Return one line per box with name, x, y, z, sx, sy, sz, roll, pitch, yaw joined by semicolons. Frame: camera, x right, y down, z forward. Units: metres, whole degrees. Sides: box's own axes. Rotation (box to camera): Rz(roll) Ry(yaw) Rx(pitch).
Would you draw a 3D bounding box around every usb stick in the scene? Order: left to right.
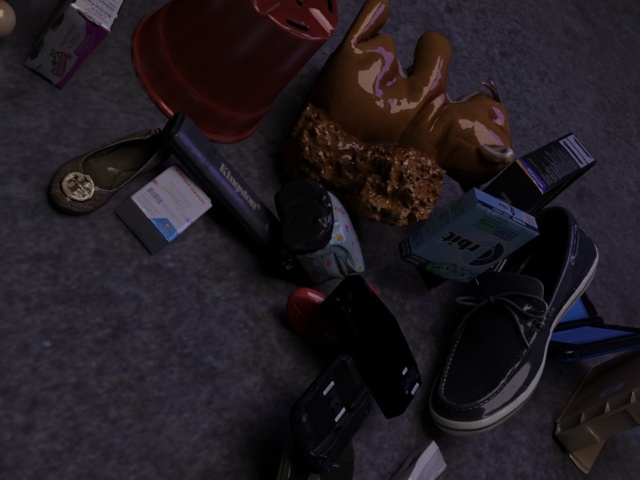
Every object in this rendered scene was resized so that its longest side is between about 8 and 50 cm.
usb stick;-0.150;-0.085;1.553;0.278;0.045;0.077;50;26;-28

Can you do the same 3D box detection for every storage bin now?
storage bin;0.619;0.308;1.912;0.123;0.262;0.260;53;41;-1

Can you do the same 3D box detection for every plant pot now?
plant pot;-0.126;-0.342;1.623;0.272;0.265;0.272;23;51;-32

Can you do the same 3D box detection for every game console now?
game console;0.041;0.200;1.465;0.213;0.044;0.361;60;32;-8
game console;0.483;0.126;1.945;0.293;0.250;0.173;-6;95;-33

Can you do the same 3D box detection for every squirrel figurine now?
squirrel figurine;0.147;-0.175;1.749;0.370;0.281;0.397;30;63;-7

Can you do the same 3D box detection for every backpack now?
backpack;0.000;0.000;1.598;0.182;0.115;0.152;60;26;-54

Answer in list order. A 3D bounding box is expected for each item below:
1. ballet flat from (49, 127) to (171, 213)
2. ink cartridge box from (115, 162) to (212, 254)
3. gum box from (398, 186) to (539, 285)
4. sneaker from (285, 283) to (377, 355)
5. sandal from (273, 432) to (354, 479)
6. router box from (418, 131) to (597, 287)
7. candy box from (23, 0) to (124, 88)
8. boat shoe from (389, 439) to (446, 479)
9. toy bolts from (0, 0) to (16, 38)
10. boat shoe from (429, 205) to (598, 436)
ballet flat;-0.301;-0.113;1.463;0.084;0.058;0.250;54;41;-1
ink cartridge box;-0.235;-0.050;1.490;0.088;0.052;0.122;51;42;-6
gum box;0.254;-0.003;1.695;0.157;0.184;0.041;21;44;-34
sneaker;0.026;0.113;1.627;0.221;0.087;0.128;41;33;-34
sandal;-0.043;0.379;1.379;0.120;0.086;0.303;38;58;-27
router box;0.342;-0.057;1.848;0.081;0.309;0.243;52;39;10
candy box;-0.352;-0.364;1.503;0.071;0.159;0.233;33;46;-23
boat shoe;0.150;0.391;1.569;0.063;0.066;0.184;54;31;-1
toy bolts;-0.440;-0.416;1.424;0.158;0.228;0.218;51;25;-24
boat shoe;0.335;0.131;1.747;0.500;0.186;0.156;-50;131;-28
